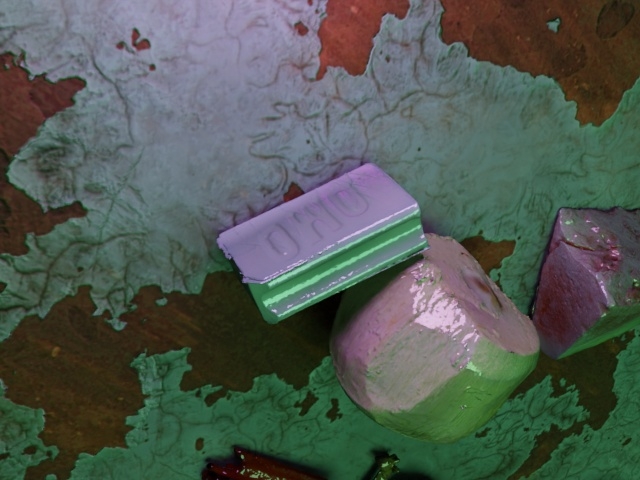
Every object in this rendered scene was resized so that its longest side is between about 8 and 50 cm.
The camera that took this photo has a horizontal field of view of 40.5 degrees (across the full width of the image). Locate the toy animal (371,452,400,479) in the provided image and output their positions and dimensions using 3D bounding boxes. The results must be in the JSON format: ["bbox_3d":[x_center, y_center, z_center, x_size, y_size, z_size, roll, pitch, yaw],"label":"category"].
[{"bbox_3d":[0.052,0.504,1.606,0.275,0.054,0.149,-37,125,0],"label":"toy animal"}]

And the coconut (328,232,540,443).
[{"bbox_3d":[0.156,0.157,1.288,0.297,0.297,0.254,24,122,-37],"label":"coconut"}]

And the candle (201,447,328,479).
[{"bbox_3d":[-0.062,0.418,1.475,0.301,0.059,0.084,23,105,-29],"label":"candle"}]

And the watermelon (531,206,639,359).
[{"bbox_3d":[0.485,0.063,1.517,0.310,0.193,0.232,-28,150,7],"label":"watermelon"}]

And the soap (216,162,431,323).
[{"bbox_3d":[0.000,0.000,1.191,0.261,0.150,0.094,-25,123,-12],"label":"soap"}]
